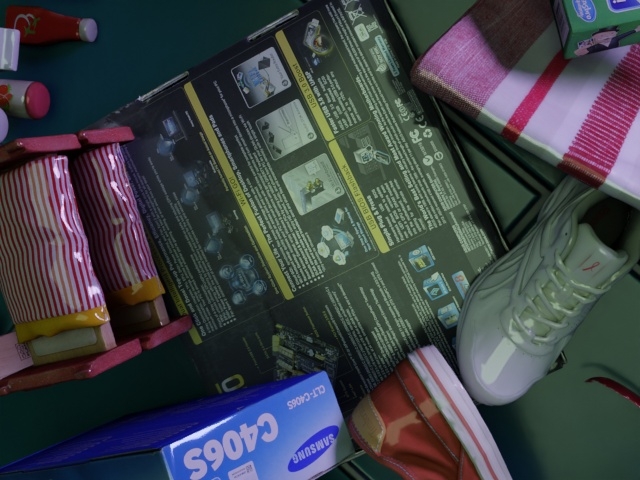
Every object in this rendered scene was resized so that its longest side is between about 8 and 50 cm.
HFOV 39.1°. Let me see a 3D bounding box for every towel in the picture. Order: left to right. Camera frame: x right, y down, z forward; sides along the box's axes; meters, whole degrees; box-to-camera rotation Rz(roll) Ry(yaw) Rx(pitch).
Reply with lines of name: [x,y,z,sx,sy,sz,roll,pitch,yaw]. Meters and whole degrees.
towel: [0.258,-0.106,0.725,0.329,0.237,0.037,31,135,10]

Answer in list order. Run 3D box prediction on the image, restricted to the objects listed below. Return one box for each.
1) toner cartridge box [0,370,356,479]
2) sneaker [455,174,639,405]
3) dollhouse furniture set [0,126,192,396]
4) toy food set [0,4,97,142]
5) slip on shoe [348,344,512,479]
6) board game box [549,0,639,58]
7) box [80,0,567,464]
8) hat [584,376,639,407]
toner cartridge box: [-0.148,0.196,0.779,0.348,0.165,0.075,-22,89,48]
sneaker: [0.188,0.029,0.715,0.090,0.115,0.232,33,83,-1]
dollhouse furniture set: [-0.323,0.046,0.846,0.374,0.152,0.201,-17,93,29]
toy food set: [-0.289,-0.207,0.897,0.105,0.111,0.232,7,92,13]
slip on shoe: [0.119,0.230,0.771,0.101,0.123,0.331,-30,122,0]
board game box: [0.267,-0.316,0.726,0.214,0.046,0.317,-11,74,4]
box: [0.000,0.000,0.851,0.318,0.097,0.394,-27,87,11]
hat: [0.386,0.194,0.807,0.173,0.183,0.208,-33,124,-7]
